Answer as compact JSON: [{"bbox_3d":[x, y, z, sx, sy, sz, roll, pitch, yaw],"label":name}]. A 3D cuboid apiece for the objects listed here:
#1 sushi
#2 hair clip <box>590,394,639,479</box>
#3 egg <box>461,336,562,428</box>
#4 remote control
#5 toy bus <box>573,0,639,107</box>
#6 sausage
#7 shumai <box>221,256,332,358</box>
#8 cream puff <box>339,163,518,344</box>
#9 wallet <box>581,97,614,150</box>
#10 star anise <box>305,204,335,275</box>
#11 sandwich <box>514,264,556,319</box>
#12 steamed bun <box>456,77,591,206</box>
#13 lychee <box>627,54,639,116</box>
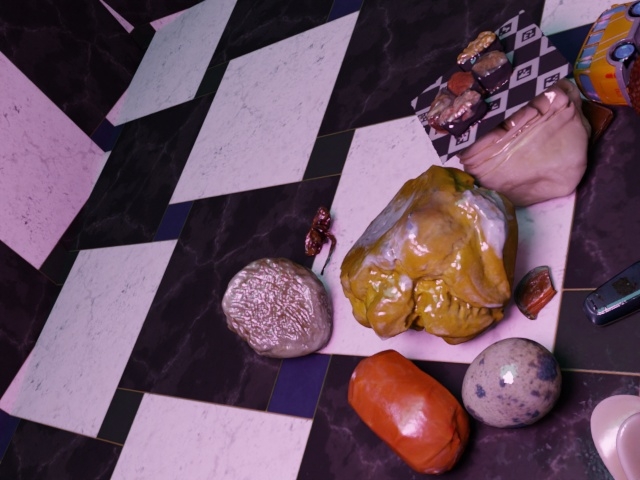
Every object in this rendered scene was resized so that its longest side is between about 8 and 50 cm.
[{"bbox_3d":[0.300,-0.317,1.263,0.292,0.059,0.294,-37,32,19],"label":"sushi"},{"bbox_3d":[0.490,0.321,0.877,0.282,0.113,0.172,42,91,22],"label":"hair clip"},{"bbox_3d":[0.311,0.239,1.092,0.182,0.141,0.141,-45,36,37],"label":"egg"},{"bbox_3d":[0.532,0.065,1.078,0.222,0.042,0.072,-37,44,19],"label":"remote control"},{"bbox_3d":[0.583,-0.366,1.287,0.136,0.126,0.209,12,68,49],"label":"toy bus"},{"bbox_3d":[0.151,0.300,1.189,0.141,0.153,0.268,-43,36,-7],"label":"sausage"},{"bbox_3d":[-0.087,0.161,1.551,0.260,0.222,0.225,17,84,12],"label":"shumai"},{"bbox_3d":[0.222,0.048,1.249,0.378,0.275,0.378,-49,10,11],"label":"cream puff"},{"bbox_3d":[0.510,-0.250,1.353,0.095,0.026,0.176,-55,36,6],"label":"wallet"},{"bbox_3d":[0.000,0.000,1.640,0.097,0.070,0.191,136,148,-56],"label":"star anise"},{"bbox_3d":[0.392,0.090,1.211,0.101,0.026,0.069,-51,38,1],"label":"sandwich"},{"bbox_3d":[0.373,-0.229,1.313,0.276,0.203,0.289,-15,58,45],"label":"steamed bun"},{"bbox_3d":[0.630,-0.277,1.135,0.194,0.194,0.194,-25,46,30],"label":"lychee"}]
